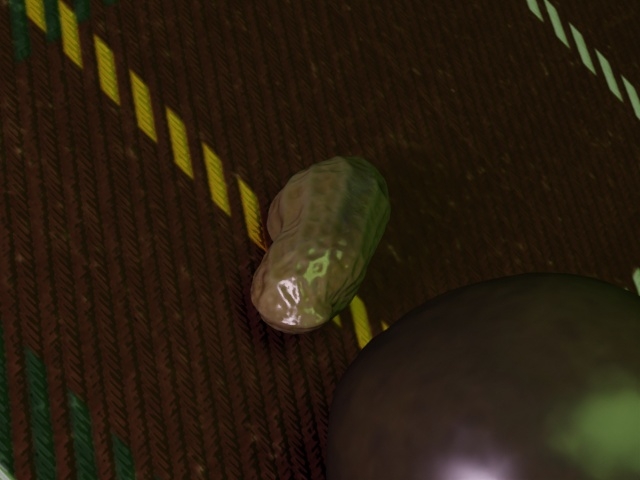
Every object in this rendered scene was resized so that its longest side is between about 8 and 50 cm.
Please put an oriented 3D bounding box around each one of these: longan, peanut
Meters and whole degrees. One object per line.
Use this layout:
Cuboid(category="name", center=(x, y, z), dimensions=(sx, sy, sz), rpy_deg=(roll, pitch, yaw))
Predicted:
Cuboid(category="longan", center=(0.146, 0.157, 1.043), dimensions=(0.297, 0.297, 0.297), rpy_deg=(23, 45, -25))
Cuboid(category="peanut", center=(0.000, 0.000, 1.189), dimensions=(0.093, 0.083, 0.194), rpy_deg=(36, 42, -6))
